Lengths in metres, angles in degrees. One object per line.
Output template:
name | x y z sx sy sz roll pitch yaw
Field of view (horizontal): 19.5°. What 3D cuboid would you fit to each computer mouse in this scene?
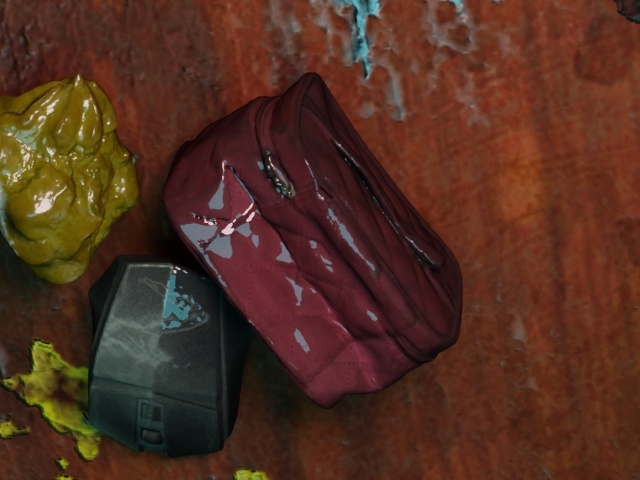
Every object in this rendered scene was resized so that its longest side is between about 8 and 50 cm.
computer mouse | -0.119 0.099 1.375 0.126 0.071 0.231 12 136 -1

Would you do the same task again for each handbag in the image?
handbag | 0.000 0.000 1.318 0.135 0.146 0.225 -29 109 19

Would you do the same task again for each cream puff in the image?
cream puff | -0.184 -0.051 1.316 0.116 0.146 0.146 -34 108 -1
